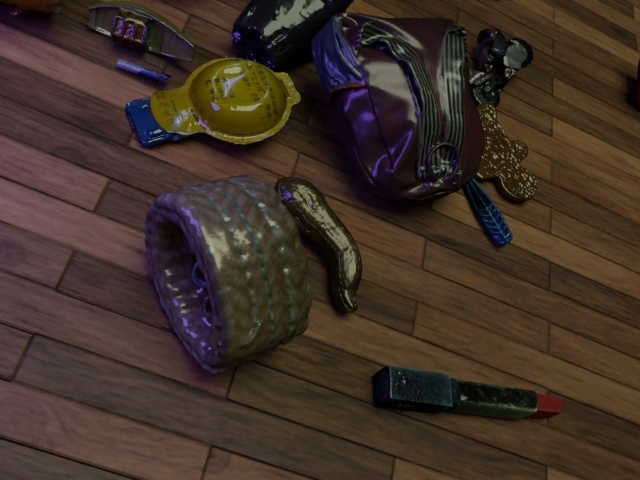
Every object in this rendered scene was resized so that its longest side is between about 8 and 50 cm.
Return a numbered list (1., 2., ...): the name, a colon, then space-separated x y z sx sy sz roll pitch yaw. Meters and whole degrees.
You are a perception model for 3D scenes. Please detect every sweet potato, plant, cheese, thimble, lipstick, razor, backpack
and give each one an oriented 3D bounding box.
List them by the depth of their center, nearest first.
1. thimble: -0.115 0.035 0.859 0.148 0.196 0.229 -20 71 -34
2. lipstick: 0.227 0.235 0.999 0.312 0.051 0.051 13 56 -21
3. sweet potato: 0.006 -0.001 1.024 0.081 0.062 0.233 -29 81 -19
4. cheese: -0.163 -0.214 1.057 0.271 0.069 0.176 -18 67 -21
5. backpack: 0.145 -0.216 1.120 0.284 0.197 0.317 -8 77 -27
6. plant: -0.035 -0.397 1.169 0.142 0.164 0.256 39 69 4
7. razor: 0.270 -0.103 1.215 0.082 0.042 0.253 -31 75 8

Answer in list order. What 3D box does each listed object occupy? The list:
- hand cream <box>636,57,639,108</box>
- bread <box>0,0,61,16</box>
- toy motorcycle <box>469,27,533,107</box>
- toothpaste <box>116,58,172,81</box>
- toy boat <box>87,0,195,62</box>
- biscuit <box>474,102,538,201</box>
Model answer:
1. hand cream: 0.820 -0.371 1.534 0.193 0.193 0.125 27 53 -9
2. bread: -0.548 -0.459 0.955 0.376 0.165 0.236 7 63 -23
3. toy motorcycle: 0.345 -0.355 1.367 0.122 0.082 0.213 36 63 6
4. toothpaste: -0.275 -0.265 1.057 0.083 0.015 0.024 15 33 -6
5. toy boat: -0.281 -0.329 1.069 0.172 0.065 0.066 18 43 -9
6. biscuit: 0.329 -0.157 1.275 0.138 0.031 0.205 -33 81 -24
